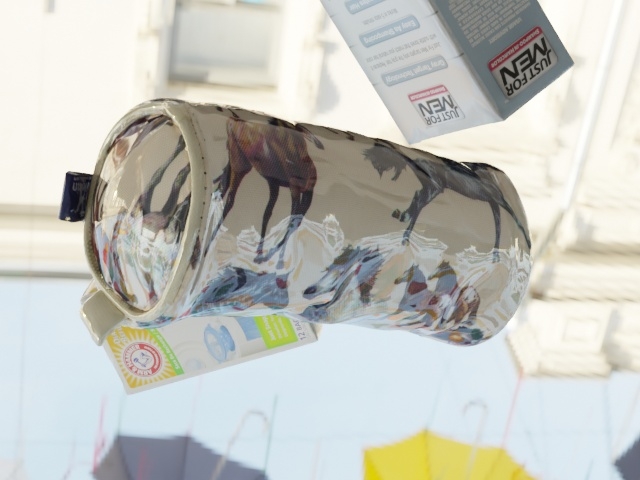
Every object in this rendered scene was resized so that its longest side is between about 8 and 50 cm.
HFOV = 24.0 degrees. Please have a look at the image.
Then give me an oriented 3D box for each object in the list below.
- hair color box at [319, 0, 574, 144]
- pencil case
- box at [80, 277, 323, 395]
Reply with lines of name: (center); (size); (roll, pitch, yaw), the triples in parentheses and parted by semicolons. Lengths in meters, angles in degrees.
hair color box: (0.075, -0.289, 1.507); (0.113, 0.374, 0.185); (-37, -168, -24)
pencil case: (0.000, 0.000, 1.201); (0.410, 0.183, 0.160); (8, -142, -44)
box: (-0.107, 0.053, 1.432); (0.203, 0.114, 0.103); (-17, -159, 15)
